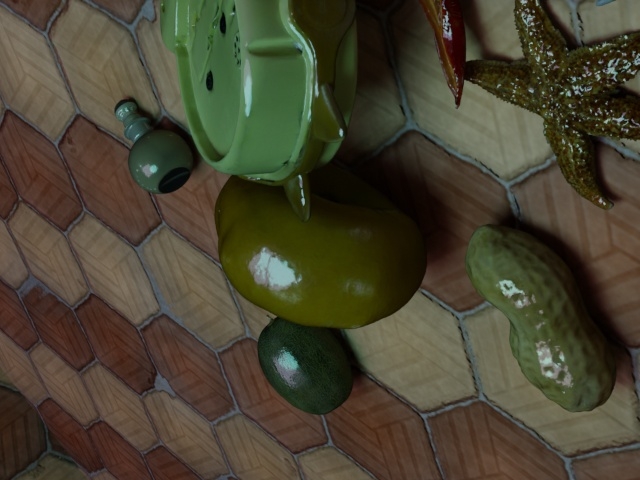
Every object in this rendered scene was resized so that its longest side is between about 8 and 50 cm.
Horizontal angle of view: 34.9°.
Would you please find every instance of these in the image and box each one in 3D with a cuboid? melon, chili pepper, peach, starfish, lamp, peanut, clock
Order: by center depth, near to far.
[{"bbox_3d":[0.234,-0.130,0.934,0.227,0.043,0.240,6,128,47],"label":"starfish"},{"bbox_3d":[0.118,-0.214,0.969,0.045,0.027,0.178,-9,95,58],"label":"chili pepper"},{"bbox_3d":[-0.065,-0.197,1.025,0.286,0.117,0.348,115,142,-52],"label":"clock"},{"bbox_3d":[0.234,0.080,1.078,0.103,0.098,0.229,-25,99,28],"label":"peanut"},{"bbox_3d":[0.000,0.000,1.153,0.251,0.251,0.153,37,115,20],"label":"peach"},{"bbox_3d":[-0.024,0.169,1.439,0.167,0.114,0.114,51,146,-4],"label":"melon"},{"bbox_3d":[-0.247,-0.141,1.447,0.163,0.091,0.091,53,149,24],"label":"lamp"}]

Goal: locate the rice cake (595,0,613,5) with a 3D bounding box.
[{"bbox_3d":[0.295,-0.230,0.751,0.206,0.069,0.063,0,123,52],"label":"rice cake"}]
